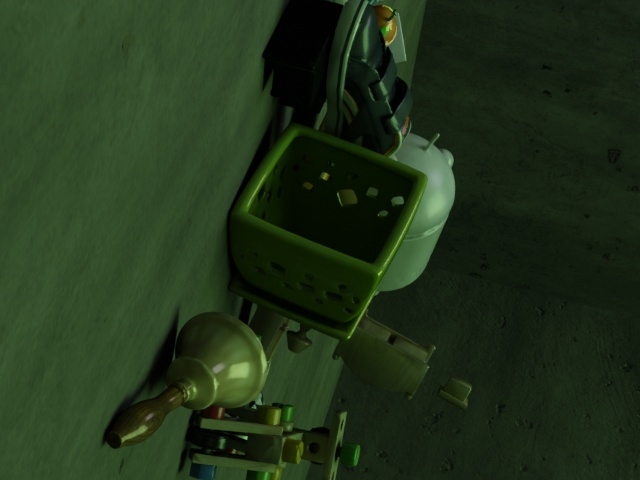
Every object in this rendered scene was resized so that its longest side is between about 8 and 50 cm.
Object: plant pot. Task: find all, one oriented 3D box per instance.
[{"bbox_3d":[0.000,0.000,1.722,0.207,0.228,0.227,105,11,-48],"label":"plant pot"}]

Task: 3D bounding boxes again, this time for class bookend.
[{"bbox_3d":[-0.029,-0.234,1.665,0.157,0.072,0.156,98,10,-46],"label":"bookend"}]

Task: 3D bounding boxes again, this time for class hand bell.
[{"bbox_3d":[-0.167,0.177,1.347,0.242,0.126,0.126,-34,139,-63],"label":"hand bell"}]

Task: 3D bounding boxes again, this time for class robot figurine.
[{"bbox_3d":[0.113,-0.050,2.034,0.300,0.200,0.353,-40,161,-30],"label":"robot figurine"}]

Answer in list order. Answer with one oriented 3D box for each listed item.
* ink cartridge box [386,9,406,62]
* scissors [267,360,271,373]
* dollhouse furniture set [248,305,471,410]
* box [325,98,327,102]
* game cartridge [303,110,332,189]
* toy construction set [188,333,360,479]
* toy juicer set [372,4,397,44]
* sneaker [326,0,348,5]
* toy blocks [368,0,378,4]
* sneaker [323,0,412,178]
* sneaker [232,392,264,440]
[{"bbox_3d":[0.143,-0.428,2.509,0.180,0.060,0.104,-82,162,-76],"label":"ink cartridge box"},{"bbox_3d":[-0.078,0.157,2.274,0.109,0.021,0.297,93,14,-49],"label":"scissors"},{"bbox_3d":[0.057,0.203,1.923,0.173,0.356,0.303,-62,174,8],"label":"dollhouse furniture set"},{"bbox_3d":[0.021,-0.320,1.967,0.231,0.056,0.183,-38,143,-79],"label":"box"},{"bbox_3d":[0.005,-0.122,2.023,0.285,0.053,0.323,78,35,-81],"label":"game cartridge"},{"bbox_3d":[-0.073,0.339,1.770,0.257,0.237,0.308,91,15,-62],"label":"toy construction set"},{"bbox_3d":[0.110,-0.445,1.937,0.329,0.090,0.209,-86,169,-51],"label":"toy juicer set"},{"bbox_3d":[0.039,-0.341,1.799,0.085,0.086,0.237,-79,161,-70],"label":"sneaker"},{"bbox_3d":[0.124,-0.545,2.368,0.148,0.054,0.123,-69,171,-45],"label":"toy blocks"},{"bbox_3d":[0.075,-0.214,1.728,0.321,0.127,0.126,95,14,-52],"label":"sneaker"},{"bbox_3d":[-0.126,0.304,2.104,0.043,0.040,0.109,93,12,-50],"label":"sneaker"}]
